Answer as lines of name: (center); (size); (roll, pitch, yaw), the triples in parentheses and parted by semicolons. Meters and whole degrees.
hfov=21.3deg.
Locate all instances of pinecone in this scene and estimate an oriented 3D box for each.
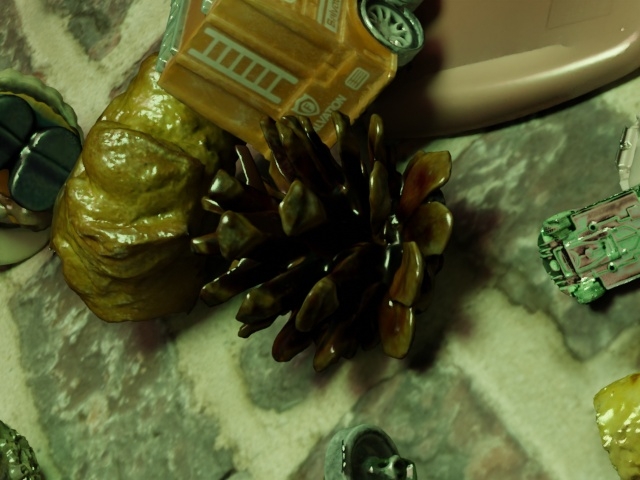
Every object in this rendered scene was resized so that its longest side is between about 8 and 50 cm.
pinecone: (-0.003, -0.001, 1.393); (0.229, 0.201, 0.202); (-50, 12, 45)

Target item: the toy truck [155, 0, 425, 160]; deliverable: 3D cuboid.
toy truck: (-0.026, -0.259, 1.573); (0.173, 0.207, 0.388); (-47, 25, 38)

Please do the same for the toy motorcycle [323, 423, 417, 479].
toy motorcycle: (-0.005, 0.280, 1.214); (0.205, 0.127, 0.275); (-18, 54, 38)

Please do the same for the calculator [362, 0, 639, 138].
calculator: (0.178, -0.200, 1.499); (0.329, 0.048, 0.220); (-12, 49, 37)

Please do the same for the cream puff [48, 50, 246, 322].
cream puff: (-0.162, -0.043, 1.581); (0.241, 0.154, 0.269); (-62, -12, -48)

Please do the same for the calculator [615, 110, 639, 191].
calculator: (0.298, -0.078, 1.274); (0.175, 0.032, 0.100); (-8, 54, 42)

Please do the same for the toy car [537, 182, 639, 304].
toy car: (0.228, -0.005, 1.263); (0.142, 0.069, 0.055); (-23, 5, 32)

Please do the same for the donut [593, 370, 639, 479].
donut: (0.257, 0.173, 1.031); (0.151, 0.112, 0.295); (-34, 40, 24)

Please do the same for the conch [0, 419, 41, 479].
conch: (-0.346, 0.211, 1.578); (0.178, 0.245, 0.163); (12, 27, 33)

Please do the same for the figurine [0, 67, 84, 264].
figurine: (-0.314, -0.099, 1.763); (0.204, 0.185, 0.332); (-60, 15, -23)
